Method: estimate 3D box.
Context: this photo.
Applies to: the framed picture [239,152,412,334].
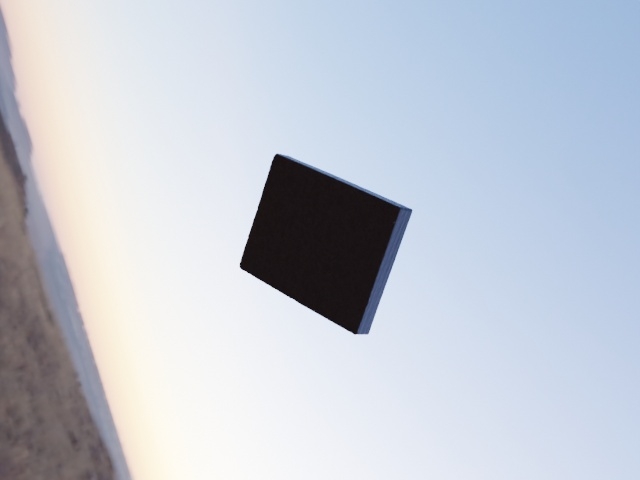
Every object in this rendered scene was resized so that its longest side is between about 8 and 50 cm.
[{"bbox_3d":[0.000,0.000,0.870,0.168,0.023,0.127,27,-77,38],"label":"framed picture"}]
